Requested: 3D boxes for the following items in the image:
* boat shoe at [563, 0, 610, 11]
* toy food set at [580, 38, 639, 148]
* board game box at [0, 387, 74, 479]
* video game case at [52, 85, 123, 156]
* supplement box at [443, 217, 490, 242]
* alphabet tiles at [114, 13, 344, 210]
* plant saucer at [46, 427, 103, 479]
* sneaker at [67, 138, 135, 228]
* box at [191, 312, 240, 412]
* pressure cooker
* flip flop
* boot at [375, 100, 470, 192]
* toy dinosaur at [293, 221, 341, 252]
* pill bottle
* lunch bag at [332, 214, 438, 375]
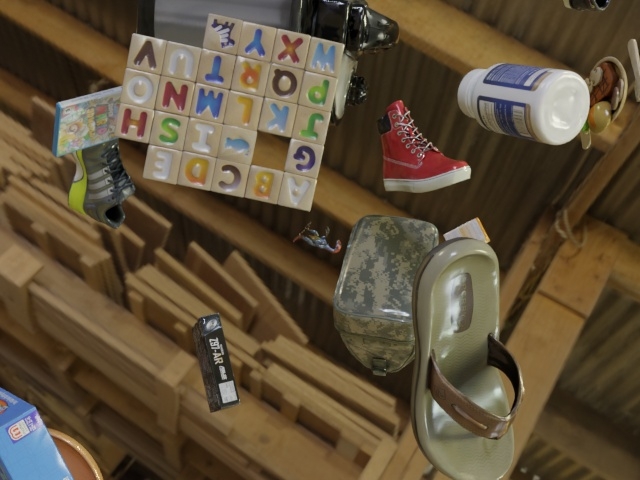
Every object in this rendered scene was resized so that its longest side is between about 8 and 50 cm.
[{"bbox_3d":[0.258,-0.283,0.730,0.042,0.049,0.133,26,-39,41],"label":"boat shoe"},{"bbox_3d":[0.484,-0.253,1.330,0.039,0.132,0.192,3,-23,-13],"label":"toy food set"},{"bbox_3d":[-0.264,0.245,0.726,0.160,0.047,0.210,-3,-66,55],"label":"board game box"},{"bbox_3d":[-0.388,-0.214,1.349,0.015,0.166,0.119,48,-40,20],"label":"video game case"},{"bbox_3d":[0.371,-0.006,1.950,0.036,0.098,0.062,39,27,-60],"label":"supplement box"},{"bbox_3d":[-0.107,-0.153,0.879,0.237,0.198,0.009,11,5,-7],"label":"alphabet tiles"},{"bbox_3d":[-0.410,0.369,1.143,0.200,0.200,0.037,36,13,3],"label":"plant saucer"},{"bbox_3d":[-0.434,-0.144,1.578,0.121,0.111,0.300,33,-41,8],"label":"sneaker"},{"bbox_3d":[-0.097,0.113,0.703,0.067,0.018,0.083,134,-57,-67],"label":"box"},{"bbox_3d":[-0.070,-0.385,1.356,0.421,0.369,0.375,9,-34,8],"label":"pressure cooker"},{"bbox_3d":[0.149,0.129,0.729,0.080,0.112,0.277,34,-44,54],"label":"flip flop"},{"bbox_3d":[0.188,-0.185,1.479,0.244,0.088,0.176,8,-69,61],"label":"boot"},{"bbox_3d":[0.000,0.000,1.552,0.082,0.047,0.090,42,-28,-5],"label":"toy dinosaur"},{"bbox_3d":[0.187,-0.132,0.726,0.120,0.067,0.067,30,-25,56],"label":"pill bottle"},{"bbox_3d":[0.157,0.123,1.764,0.213,0.305,0.256,8,-37,10],"label":"lunch bag"}]
